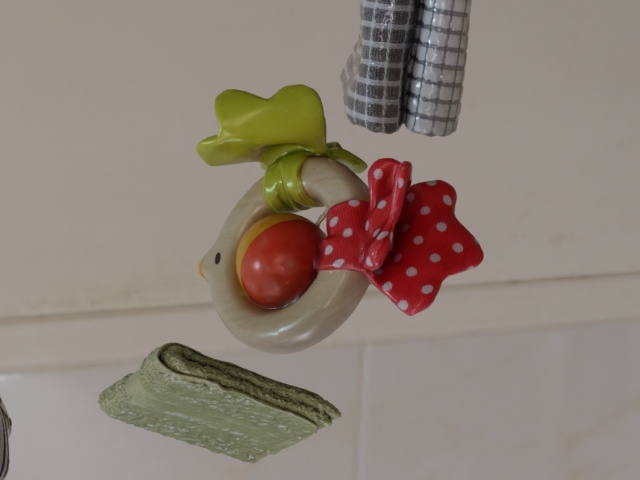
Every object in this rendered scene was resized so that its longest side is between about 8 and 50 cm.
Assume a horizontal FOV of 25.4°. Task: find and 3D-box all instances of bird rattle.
[{"bbox_3d":[0.000,0.000,1.138,0.207,0.143,0.253,-54,53,11],"label":"bird rattle"}]

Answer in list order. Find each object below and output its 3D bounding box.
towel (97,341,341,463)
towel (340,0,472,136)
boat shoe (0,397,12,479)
[{"bbox_3d":[-0.071,0.116,0.993,0.110,0.148,0.027,-37,41,47],"label":"towel"},{"bbox_3d":[0.087,-0.240,1.463,0.284,0.121,0.235,-85,0,-77],"label":"towel"},{"bbox_3d":[-0.408,0.203,1.668,0.109,0.094,0.302,-55,36,8],"label":"boat shoe"}]
